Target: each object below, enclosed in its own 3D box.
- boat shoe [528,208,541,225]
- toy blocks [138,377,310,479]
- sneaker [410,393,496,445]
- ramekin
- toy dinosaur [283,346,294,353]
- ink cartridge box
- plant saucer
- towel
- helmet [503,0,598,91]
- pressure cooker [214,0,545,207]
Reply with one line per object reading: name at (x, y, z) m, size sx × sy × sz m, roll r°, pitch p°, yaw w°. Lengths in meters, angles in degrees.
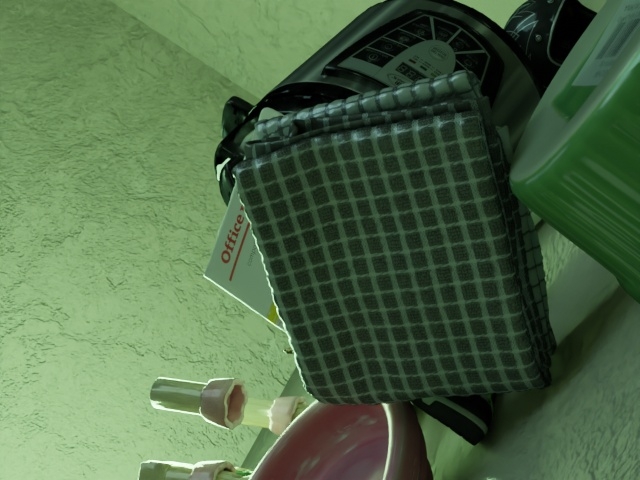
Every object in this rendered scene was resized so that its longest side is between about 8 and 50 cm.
boat shoe at (0.289, -0.111, 1.352) m, size 0.227 × 0.081 × 0.079 m, roll -56°, pitch 2°, yaw 9°
toy blocks at (-0.075, 0.355, 1.444) m, size 0.288 × 0.260 × 0.308 m, roll 32°, pitch -116°, yaw -65°
sneaker at (0.146, 0.126, 1.086) m, size 0.097 × 0.084 × 0.234 m, roll -55°, pitch 3°, yaw 10°
ramekin at (0.276, -0.111, 0.809) m, size 0.303 × 0.148 × 0.303 m, roll -57°, pitch 2°, yaw 4°
toy dinosaur at (0.067, 0.210, 1.357) m, size 0.127 × 0.200 × 0.296 m, roll -9°, pitch 4°, yaw 29°
ink cartridge box at (0.000, 0.000, 1.245) m, size 0.119 × 0.353 × 0.207 m, roll -10°, pitch -54°, yaw -55°
plant saucer at (0.002, 0.297, 1.064) m, size 0.332 × 0.084 × 0.332 m, roll -48°, pitch 17°, yaw 21°
towel at (0.067, 0.011, 0.947) m, size 0.235 × 0.283 × 0.121 m, roll -9°, pitch 23°, yaw 25°
helmet at (0.337, -0.273, 1.547) m, size 0.169 × 0.162 × 0.169 m, roll -57°, pitch 3°, yaw 4°
pressure cooker at (0.084, -0.096, 1.484) m, size 0.370 × 0.375 × 0.420 m, roll -3°, pitch 34°, yaw 47°
